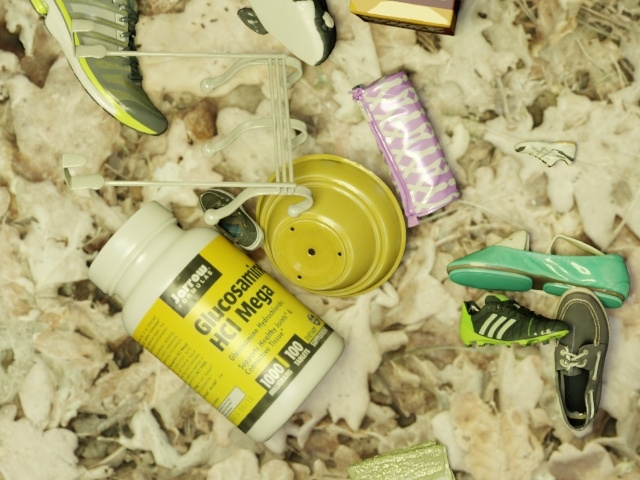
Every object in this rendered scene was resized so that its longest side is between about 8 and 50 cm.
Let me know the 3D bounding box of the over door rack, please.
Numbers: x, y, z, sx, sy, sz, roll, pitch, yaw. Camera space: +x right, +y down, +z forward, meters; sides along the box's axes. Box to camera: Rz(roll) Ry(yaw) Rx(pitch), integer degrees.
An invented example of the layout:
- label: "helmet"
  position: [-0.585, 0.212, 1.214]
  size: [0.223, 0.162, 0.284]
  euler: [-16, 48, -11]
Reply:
- label: "over door rack"
  position: [-0.178, -0.149, 1.629]
  size: [0.324, 0.108, 0.239]
  euler: [6, 56, -18]

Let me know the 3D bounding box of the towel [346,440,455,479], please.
- label: "towel"
  position: [0.118, 0.350, 1.770]
  size: [0.148, 0.027, 0.110]
  euler: [-15, 93, 9]

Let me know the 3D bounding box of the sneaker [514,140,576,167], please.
- label: "sneaker"
  position: [0.305, -0.117, 1.691]
  size: [0.083, 0.032, 0.036]
  euler: [3, 96, 8]

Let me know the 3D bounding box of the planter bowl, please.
- label: "planter bowl"
  position: [0.000, 0.000, 1.680]
  size: [0.217, 0.090, 0.217]
  euler: [8, 117, 15]

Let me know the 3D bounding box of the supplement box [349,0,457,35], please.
- label: "supplement box"
  position: [0.124, -0.375, 1.607]
  size: [0.129, 0.191, 0.194]
  euler: [10, 97, 7]

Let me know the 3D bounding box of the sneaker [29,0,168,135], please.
- label: "sneaker"
  position: [-0.293, -0.279, 1.720]
  size: [0.121, 0.111, 0.300]
  euler: [-33, 93, 5]

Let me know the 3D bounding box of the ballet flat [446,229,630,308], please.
- label: "ballet flat"
  position: [0.298, 0.032, 1.694]
  size: [0.247, 0.083, 0.087]
  euler: [9, 69, 6]

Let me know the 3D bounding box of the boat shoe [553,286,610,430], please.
- label: "boat shoe"
  position: [0.349, 0.163, 1.667]
  size: [0.075, 0.065, 0.206]
  euler: [2, 118, 14]

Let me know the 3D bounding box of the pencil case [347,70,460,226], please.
- label: "pencil case"
  position: [0.114, -0.129, 1.685]
  size: [0.086, 0.088, 0.206]
  euler: [-23, 95, 49]

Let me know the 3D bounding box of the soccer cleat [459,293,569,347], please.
- label: "soccer cleat"
  position: [0.255, 0.107, 1.671]
  size: [0.179, 0.060, 0.072]
  euler: [-6, 87, 49]

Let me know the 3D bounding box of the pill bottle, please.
- label: "pill bottle"
  position: [-0.146, 0.104, 1.697]
  size: [0.334, 0.188, 0.188]
  euler: [40, 100, 2]

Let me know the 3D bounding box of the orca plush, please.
- label: "orca plush"
  position: [-0.067, -0.373, 1.706]
  size: [0.287, 0.102, 0.151]
  euler: [41, 145, 12]

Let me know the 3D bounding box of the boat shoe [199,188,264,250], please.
- label: "boat shoe"
  position: [-0.130, -0.035, 1.718]
  size: [0.142, 0.040, 0.049]
  euler: [39, 97, 41]
